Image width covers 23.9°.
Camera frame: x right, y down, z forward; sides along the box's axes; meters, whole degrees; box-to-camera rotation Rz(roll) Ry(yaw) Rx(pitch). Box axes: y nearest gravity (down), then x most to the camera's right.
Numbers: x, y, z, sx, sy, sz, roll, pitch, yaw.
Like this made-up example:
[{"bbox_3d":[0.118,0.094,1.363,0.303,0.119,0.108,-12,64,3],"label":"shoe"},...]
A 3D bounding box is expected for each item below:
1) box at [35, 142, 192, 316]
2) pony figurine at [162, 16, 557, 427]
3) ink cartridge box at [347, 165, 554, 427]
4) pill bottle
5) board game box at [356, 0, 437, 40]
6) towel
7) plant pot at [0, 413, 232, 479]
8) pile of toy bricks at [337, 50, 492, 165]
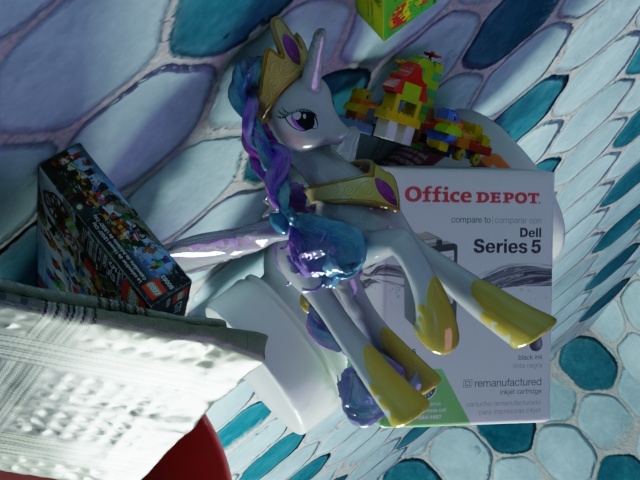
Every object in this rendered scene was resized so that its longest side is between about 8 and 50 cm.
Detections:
[{"bbox_3d":[-0.187,0.041,1.327,0.044,0.159,0.233,-32,161,-25],"label":"box"},{"bbox_3d":[0.000,0.000,1.425,0.303,0.363,0.351,-37,-179,-37],"label":"pony figurine"},{"bbox_3d":[0.138,0.056,1.626,0.198,0.273,0.115,0,-178,-18],"label":"ink cartridge box"},{"bbox_3d":[0.075,0.039,1.784,0.392,0.224,0.224,-36,163,-13],"label":"pill bottle"},{"bbox_3d":[0.077,-0.256,1.340,0.092,0.043,0.181,-37,163,-9],"label":"board game box"},{"bbox_3d":[-0.245,0.113,1.256,0.324,0.056,0.312,14,144,-25],"label":"towel"},{"bbox_3d":[-0.268,0.274,1.620,0.243,0.275,0.275,-38,166,24],"label":"plant pot"},{"bbox_3d":[0.103,-0.152,1.610,0.212,0.118,0.105,11,96,-53],"label":"pile of toy bricks"}]
